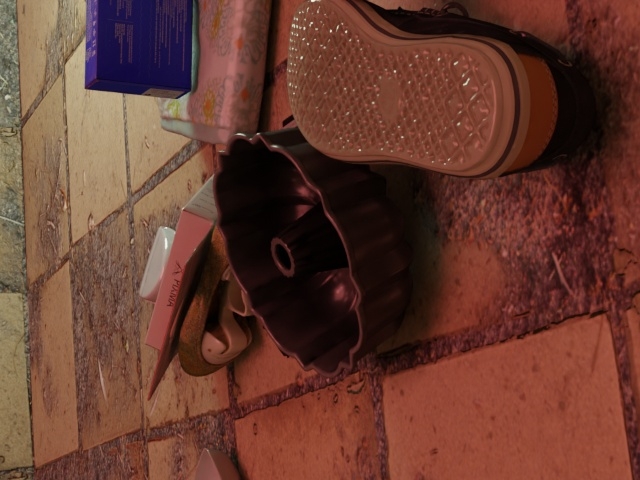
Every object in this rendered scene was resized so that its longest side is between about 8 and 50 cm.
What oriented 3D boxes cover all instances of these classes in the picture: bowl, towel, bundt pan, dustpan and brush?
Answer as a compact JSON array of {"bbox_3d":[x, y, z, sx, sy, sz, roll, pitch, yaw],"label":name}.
[{"bbox_3d":[-0.164,0.432,2.018,0.142,0.053,0.142,58,138,48],"label":"bowl"},{"bbox_3d":[-0.186,-0.330,2.048,0.374,0.090,0.321,23,110,62],"label":"towel"},{"bbox_3d":[0.000,0.000,1.542,0.331,0.124,0.331,39,142,40],"label":"bundt pan"},{"bbox_3d":[-0.273,0.065,2.263,0.211,0.060,0.147,30,103,68],"label":"dustpan and brush"}]

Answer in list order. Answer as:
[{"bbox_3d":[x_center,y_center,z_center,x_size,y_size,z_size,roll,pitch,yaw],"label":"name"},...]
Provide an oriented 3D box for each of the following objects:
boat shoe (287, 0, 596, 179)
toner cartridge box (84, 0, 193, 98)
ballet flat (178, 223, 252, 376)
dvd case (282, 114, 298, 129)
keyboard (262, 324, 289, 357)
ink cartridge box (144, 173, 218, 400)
[{"bbox_3d":[0.105,-0.168,1.328,0.500,0.156,0.187,26,115,58],"label":"boat shoe"},{"bbox_3d":[-0.298,-0.416,2.009,0.075,0.165,0.348,-13,75,62],"label":"toner cartridge box"},{"bbox_3d":[-0.144,0.106,1.931,0.123,0.123,0.348,58,138,48],"label":"ballet flat"},{"bbox_3d":[-0.010,-0.088,1.759,0.164,0.018,0.221,156,112,-63],"label":"dvd case"},{"bbox_3d":[-0.053,0.078,1.816,0.108,0.023,0.180,51,139,39],"label":"keyboard"},{"bbox_3d":[-0.229,0.073,1.991,0.261,0.066,0.296,-58,-10,-56],"label":"ink cartridge box"}]
